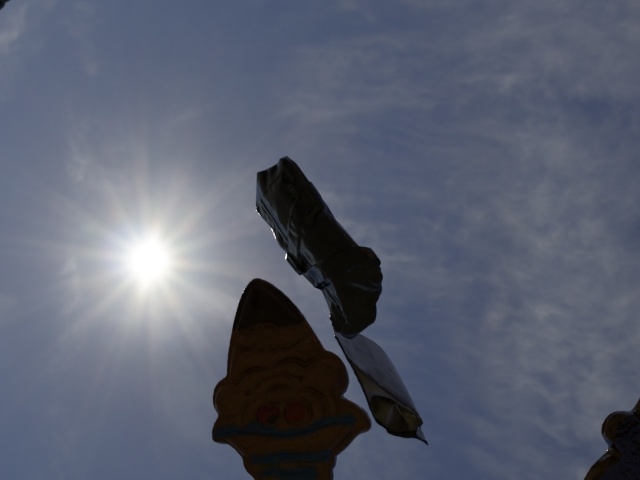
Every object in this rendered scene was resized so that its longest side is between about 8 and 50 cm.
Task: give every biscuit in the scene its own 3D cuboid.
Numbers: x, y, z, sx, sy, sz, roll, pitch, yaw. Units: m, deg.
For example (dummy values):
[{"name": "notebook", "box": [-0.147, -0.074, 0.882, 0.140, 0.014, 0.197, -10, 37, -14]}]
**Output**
[{"name": "biscuit", "box": [0.422, 0.295, 1.221, 0.236, 0.180, 0.039, -56, -158, -8]}, {"name": "biscuit", "box": [-0.041, 0.176, 1.043, 0.183, 0.043, 0.280, -14, -98, 11]}]

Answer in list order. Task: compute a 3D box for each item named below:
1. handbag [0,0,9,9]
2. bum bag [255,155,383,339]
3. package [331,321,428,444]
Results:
[{"name": "handbag", "box": [-0.413, -0.282, 0.771, 0.240, 0.340, 0.247, -45, -122, -10]}, {"name": "bum bag", "box": [0.000, 0.000, 0.891, 0.197, 0.049, 0.087, 53, -39, 24]}, {"name": "package", "box": [0.081, 0.217, 1.551, 0.062, 0.251, 0.204, -37, -164, 5]}]
